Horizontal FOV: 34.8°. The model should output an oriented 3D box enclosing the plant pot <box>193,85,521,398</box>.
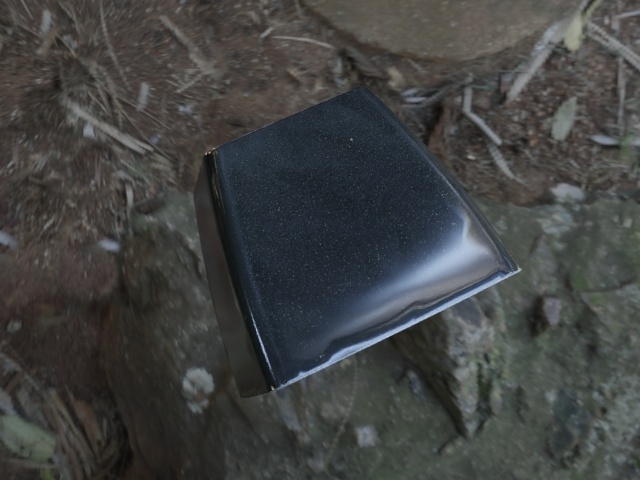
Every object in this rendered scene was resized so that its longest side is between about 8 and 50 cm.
[{"bbox_3d":[0.000,0.000,0.745,0.188,0.187,0.167,-26,85,-14],"label":"plant pot"}]
